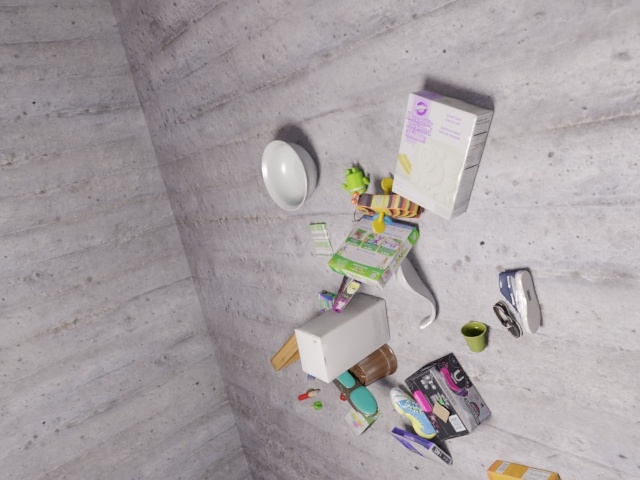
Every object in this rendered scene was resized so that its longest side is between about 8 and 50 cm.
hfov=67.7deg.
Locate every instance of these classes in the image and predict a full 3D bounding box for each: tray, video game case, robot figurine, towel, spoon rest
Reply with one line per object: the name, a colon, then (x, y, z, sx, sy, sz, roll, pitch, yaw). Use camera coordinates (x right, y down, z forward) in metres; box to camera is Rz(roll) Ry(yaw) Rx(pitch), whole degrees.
tray: (-0.084, 0.486, 2.290, 0.076, 0.203, 0.411, 55, 141, 18)
video game case: (0.127, 0.136, 1.848, 0.042, 0.232, 0.210, 27, 136, -3)
robot figurine: (0.132, -0.215, 1.782, 0.101, 0.067, 0.115, -14, 96, 23)
towel: (0.000, 0.000, 2.092, 0.113, 0.023, 0.152, -3, 105, 51)
spoon rest: (0.342, 0.179, 1.695, 0.084, 0.137, 0.276, -19, 106, 25)

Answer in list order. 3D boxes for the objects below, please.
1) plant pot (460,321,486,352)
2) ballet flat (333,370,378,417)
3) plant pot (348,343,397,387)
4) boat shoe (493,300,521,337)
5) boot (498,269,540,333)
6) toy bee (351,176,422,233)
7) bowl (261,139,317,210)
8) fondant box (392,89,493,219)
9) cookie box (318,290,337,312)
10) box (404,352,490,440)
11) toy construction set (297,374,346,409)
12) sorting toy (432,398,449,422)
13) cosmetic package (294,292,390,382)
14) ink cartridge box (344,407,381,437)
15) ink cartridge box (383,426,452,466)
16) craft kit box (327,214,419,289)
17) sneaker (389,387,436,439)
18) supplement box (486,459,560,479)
plant pot: (0.513, 0.326, 1.582, 0.083, 0.083, 0.079, 10, 127, 49)
ballet flat: (0.135, 0.609, 1.910, 0.280, 0.095, 0.096, 45, 149, 43)
plant pot: (0.203, 0.520, 1.984, 0.167, 0.165, 0.167, 27, 128, 41)
boat shoe: (0.579, 0.250, 1.485, 0.046, 0.038, 0.125, -33, 81, 53)
boot: (0.591, 0.180, 1.423, 0.086, 0.069, 0.189, -6, 95, 59)
toy bee: (0.189, -0.112, 1.657, 0.298, 0.162, 0.195, -25, 54, 35)
bowl: (-0.107, -0.282, 1.990, 0.298, 0.134, 0.297, 28, 128, 41)
fondant box: (0.358, -0.262, 1.456, 0.238, 0.096, 0.330, 34, 131, 37)
cookie box: (0.043, 0.286, 2.168, 0.107, 0.040, 0.091, 14, 117, 46)
box: (0.454, 0.558, 1.711, 0.247, 0.142, 0.163, 57, 141, 12)
toy construction set: (0.071, 0.602, 2.100, 0.257, 0.309, 0.237, 56, 137, 3)
sorting toy: (0.418, 0.579, 1.638, 0.062, 0.012, 0.083, 39, 138, 38)
cosmetic package: (0.096, 0.370, 1.874, 0.155, 0.366, 0.196, 11, 115, 48)
ink cartridge box: (0.194, 0.822, 2.233, 0.109, 0.062, 0.209, 49, 139, 24)
ink cartridge box: (0.390, 0.818, 1.920, 0.206, 0.045, 0.208, 0, 142, 52)
craft kit box: (0.186, 0.034, 1.705, 0.250, 0.246, 0.061, 18, 151, 47)
sneaker: (0.390, 0.671, 1.902, 0.240, 0.091, 0.126, 48, 131, 6)
supplement box: (0.685, 0.813, 1.607, 0.233, 0.080, 0.078, -15, 96, 55)
